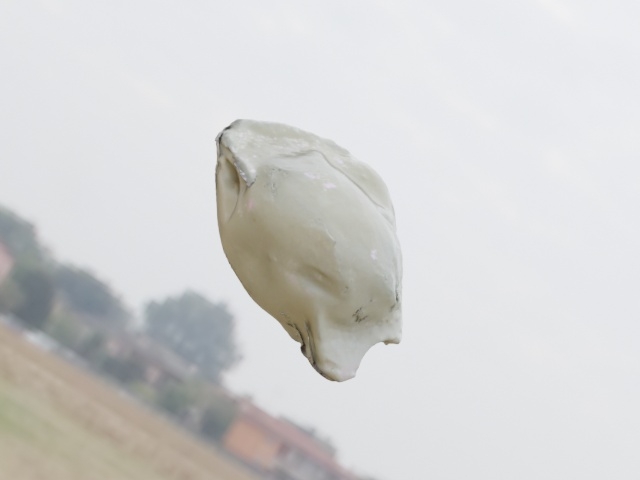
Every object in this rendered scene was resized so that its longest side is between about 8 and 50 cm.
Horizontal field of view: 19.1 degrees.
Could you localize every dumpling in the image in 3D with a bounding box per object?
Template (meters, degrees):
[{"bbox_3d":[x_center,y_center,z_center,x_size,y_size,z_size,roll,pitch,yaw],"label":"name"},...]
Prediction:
[{"bbox_3d":[0.000,0.000,1.331,0.136,0.199,0.118,-13,-10,-46],"label":"dumpling"}]
